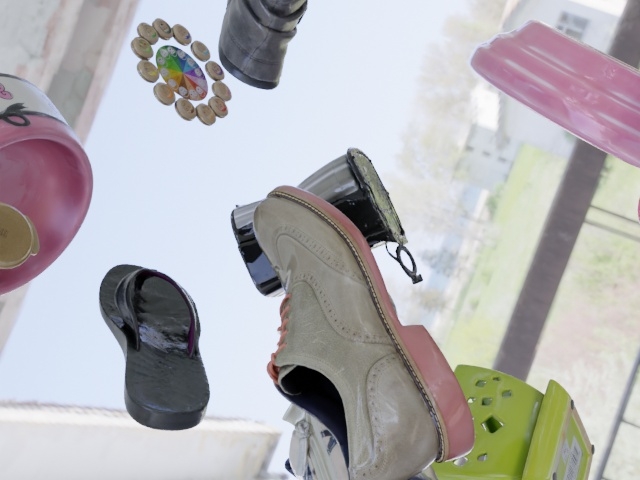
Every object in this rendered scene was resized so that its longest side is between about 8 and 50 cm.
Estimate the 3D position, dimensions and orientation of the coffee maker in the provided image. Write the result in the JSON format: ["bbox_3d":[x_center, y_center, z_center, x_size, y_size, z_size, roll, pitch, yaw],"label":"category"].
[{"bbox_3d":[0.000,0.000,1.056,0.120,0.178,0.171,35,-148,-56],"label":"coffee maker"}]

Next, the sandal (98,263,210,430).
[{"bbox_3d":[-0.265,0.138,1.487,0.446,0.167,0.107,-125,44,-55],"label":"sandal"}]

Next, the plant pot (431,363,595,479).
[{"bbox_3d":[0.316,0.357,1.456,0.227,0.207,0.228,59,-137,-34],"label":"plant pot"}]

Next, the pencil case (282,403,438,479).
[{"bbox_3d":[0.073,0.327,0.967,0.160,0.183,0.410,-64,22,15],"label":"pencil case"}]

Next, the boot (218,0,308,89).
[{"bbox_3d":[-0.021,-0.319,0.838,0.223,0.118,0.338,-52,17,50],"label":"boot"}]

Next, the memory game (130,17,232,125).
[{"bbox_3d":[-0.203,-0.251,1.324,0.012,0.186,0.186,-32,15,33],"label":"memory game"}]

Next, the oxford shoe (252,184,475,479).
[{"bbox_3d":[-0.001,0.074,0.833,0.130,0.348,0.123,-21,-43,-18],"label":"oxford shoe"}]

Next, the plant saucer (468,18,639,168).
[{"bbox_3d":[0.333,-0.161,1.017,0.084,0.332,0.332,-62,-5,18],"label":"plant saucer"}]

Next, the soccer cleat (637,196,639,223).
[{"bbox_3d":[0.338,-0.124,0.777,0.318,0.116,0.109,-71,-29,-42],"label":"soccer cleat"}]

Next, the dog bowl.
[{"bbox_3d":[-0.571,-0.074,1.538,0.408,0.150,0.408,-42,-27,-28],"label":"dog bowl"}]

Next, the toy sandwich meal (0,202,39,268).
[{"bbox_3d":[-0.352,-0.004,0.978,0.029,0.085,0.086,-27,27,43],"label":"toy sandwich meal"}]

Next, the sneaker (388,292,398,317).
[{"bbox_3d":[0.040,0.092,1.082,0.229,0.086,0.132,-82,-21,-49],"label":"sneaker"}]
